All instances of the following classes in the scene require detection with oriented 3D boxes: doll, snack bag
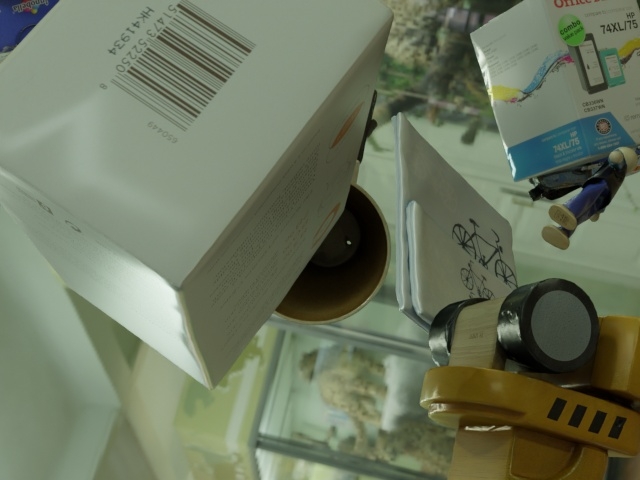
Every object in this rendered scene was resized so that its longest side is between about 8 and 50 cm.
[{"bbox_3d":[0.363,-0.068,1.177,0.189,0.046,0.129,-38,-30,-33],"label":"doll"},{"bbox_3d":[0.205,0.028,1.230,0.323,0.037,0.342,38,-141,-36],"label":"snack bag"}]

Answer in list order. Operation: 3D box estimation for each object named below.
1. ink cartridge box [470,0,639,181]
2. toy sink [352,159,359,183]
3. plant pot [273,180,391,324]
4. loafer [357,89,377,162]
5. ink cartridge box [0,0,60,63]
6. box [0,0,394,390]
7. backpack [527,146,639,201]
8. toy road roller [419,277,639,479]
[{"bbox_3d":[0.411,-0.263,1.486,0.197,0.198,0.270,-20,86,64],"label":"ink cartridge box"},{"bbox_3d":[-0.038,-0.053,1.720,0.153,0.131,0.234,-10,-64,-46],"label":"toy sink"},{"bbox_3d":[0.000,0.000,1.494,0.254,0.237,0.237,-48,-30,-82],"label":"plant pot"},{"bbox_3d":[0.103,-0.282,2.200,0.076,0.078,0.223,-29,51,59],"label":"loafer"},{"bbox_3d":[-0.343,-0.331,1.250,0.395,0.270,0.151,-39,-62,-75],"label":"ink cartridge box"},{"bbox_3d":[-0.091,-0.046,0.668,0.215,0.168,0.345,-54,-8,-17],"label":"box"},{"bbox_3d":[0.526,-0.237,1.761,0.213,0.263,0.276,49,-142,-70],"label":"backpack"},{"bbox_3d":[0.264,0.198,0.975,0.202,0.329,0.241,-26,47,65],"label":"toy road roller"}]
